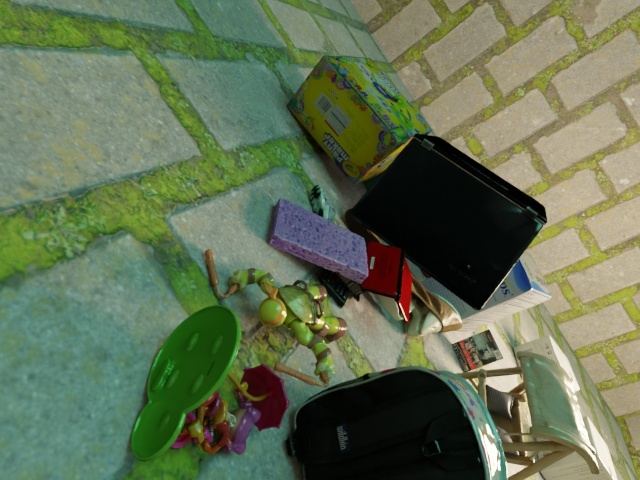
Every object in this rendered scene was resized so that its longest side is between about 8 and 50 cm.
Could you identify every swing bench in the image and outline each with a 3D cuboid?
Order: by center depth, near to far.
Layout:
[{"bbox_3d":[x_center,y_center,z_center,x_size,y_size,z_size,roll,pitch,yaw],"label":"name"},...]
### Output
[{"bbox_3d":[0.472,0.415,1.060,0.165,0.254,0.253,51,28,-12],"label":"swing bench"}]

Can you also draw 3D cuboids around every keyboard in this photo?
[{"bbox_3d":[0.058,0.079,0.975,0.108,0.023,0.180,53,29,-10],"label":"keyboard"}]

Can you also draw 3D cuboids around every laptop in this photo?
[{"bbox_3d":[0.354,-0.081,1.180,0.382,0.236,0.408,39,25,14],"label":"laptop"}]

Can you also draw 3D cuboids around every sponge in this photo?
[{"bbox_3d":[0.000,0.000,0.888,0.210,0.031,0.117,24,38,-21],"label":"sponge"}]

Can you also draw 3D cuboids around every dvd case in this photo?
[{"bbox_3d":[0.442,0.312,1.262,0.013,0.119,0.087,12,51,-54],"label":"dvd case"}]

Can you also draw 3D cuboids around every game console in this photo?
[{"bbox_3d":[0.145,0.088,0.964,0.124,0.085,0.144,14,43,3],"label":"game console"}]

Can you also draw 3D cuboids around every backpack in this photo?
[{"bbox_3d":[0.113,0.291,0.600,0.191,0.253,0.225,24,42,-47],"label":"backpack"}]

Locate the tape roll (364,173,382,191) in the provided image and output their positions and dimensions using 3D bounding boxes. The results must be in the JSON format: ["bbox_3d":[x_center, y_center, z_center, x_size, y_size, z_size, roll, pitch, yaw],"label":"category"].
[{"bbox_3d":[0.259,-0.154,1.479,0.321,0.077,0.321,40,32,-32],"label":"tape roll"}]

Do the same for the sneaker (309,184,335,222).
[{"bbox_3d":[0.010,-0.078,1.042,0.069,0.038,0.098,24,52,-50],"label":"sneaker"}]

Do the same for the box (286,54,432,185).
[{"bbox_3d":[0.117,-0.340,1.241,0.290,0.177,0.279,51,36,6],"label":"box"}]

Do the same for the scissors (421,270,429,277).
[{"bbox_3d":[0.353,0.027,1.508,0.109,0.021,0.297,52,30,-8],"label":"scissors"}]

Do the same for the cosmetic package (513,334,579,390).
[{"bbox_3d":[0.886,0.502,1.759,0.183,0.151,0.151,43,32,-27],"label":"cosmetic package"}]

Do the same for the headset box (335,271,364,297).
[{"bbox_3d":[0.068,0.069,0.942,0.083,0.032,0.062,50,30,0],"label":"headset box"}]

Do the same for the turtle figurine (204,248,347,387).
[{"bbox_3d":[-0.044,0.099,0.689,0.269,0.087,0.217,41,9,22],"label":"turtle figurine"}]

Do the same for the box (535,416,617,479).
[{"bbox_3d":[0.791,0.677,1.395,0.119,0.181,0.181,55,27,-5],"label":"box"}]

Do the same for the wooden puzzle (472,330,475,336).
[{"bbox_3d":[0.529,0.343,1.493,0.049,0.006,0.083,18,48,-51],"label":"wooden puzzle"}]

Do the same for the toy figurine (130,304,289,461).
[{"bbox_3d":[-0.106,0.190,0.521,0.159,0.130,0.173,49,49,-36],"label":"toy figurine"}]

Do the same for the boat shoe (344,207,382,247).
[{"bbox_3d":[0.109,-0.027,1.144,0.135,0.050,0.045,55,15,-11],"label":"boat shoe"}]

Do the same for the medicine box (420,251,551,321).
[{"bbox_3d":[0.480,0.147,1.304,0.263,0.289,0.149,17,48,-52],"label":"medicine box"}]

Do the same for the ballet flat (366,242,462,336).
[{"bbox_3d":[0.218,0.153,1.086,0.342,0.116,0.124,45,50,-23],"label":"ballet flat"}]
